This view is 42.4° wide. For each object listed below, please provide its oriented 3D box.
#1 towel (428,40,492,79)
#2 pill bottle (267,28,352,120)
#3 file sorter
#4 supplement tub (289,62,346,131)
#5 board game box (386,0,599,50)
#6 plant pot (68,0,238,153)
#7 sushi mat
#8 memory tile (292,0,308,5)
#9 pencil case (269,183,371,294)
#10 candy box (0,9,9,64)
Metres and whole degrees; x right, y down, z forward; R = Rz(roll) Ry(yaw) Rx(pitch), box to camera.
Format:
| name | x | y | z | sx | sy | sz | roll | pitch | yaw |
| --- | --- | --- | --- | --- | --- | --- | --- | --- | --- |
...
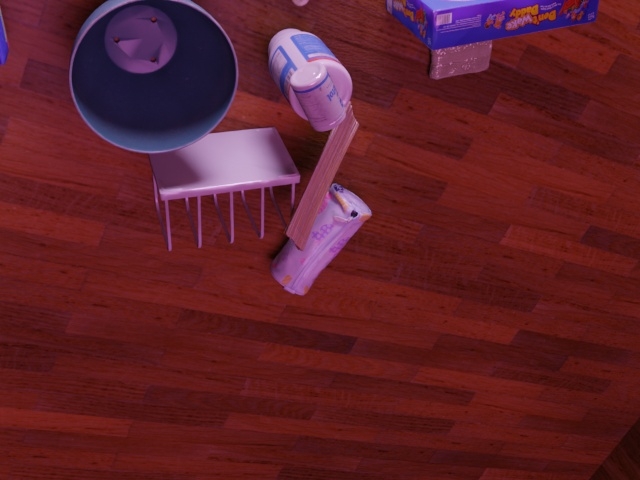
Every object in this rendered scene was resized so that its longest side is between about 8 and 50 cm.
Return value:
| name | x | y | z | sx | sy | sz | roll | pitch | yaw |
| --- | --- | --- | --- | --- | --- | --- | --- | --- | --- |
| towel | 0.307 | -0.410 | 1.800 | 0.148 | 0.027 | 0.110 | -12 | 127 | -13 |
| pill bottle | -0.030 | -0.330 | 1.598 | 0.124 | 0.221 | 0.124 | -10 | 127 | -14 |
| file sorter | -0.206 | -0.102 | 1.716 | 0.278 | 0.192 | 0.173 | -8 | 130 | -16 |
| supplement tub | -0.004 | -0.256 | 1.472 | 0.071 | 0.071 | 0.107 | -30 | 130 | 1 |
| board game box | 0.333 | -0.480 | 1.626 | 0.347 | 0.233 | 0.078 | -13 | 127 | -12 |
| plant pot | -0.313 | -0.332 | 1.502 | 0.291 | 0.195 | 0.290 | -10 | 127 | -14 |
| sushi mat | 0.006 | -0.136 | 1.743 | 0.316 | 0.019 | 0.151 | -66 | 164 | -7 |
| memory tile | -0.022 | -0.535 | 1.589 | 0.148 | 0.012 | 0.113 | -43 | 128 | 11 |
| pencil case | 0.000 | 0.000 | 1.913 | 0.114 | 0.124 | 0.273 | 27 | 112 | -35 |
| candy box | -0.694 | -0.405 | 1.325 | 0.318 | 0.122 | 0.268 | -7 | 123 | -9 |
